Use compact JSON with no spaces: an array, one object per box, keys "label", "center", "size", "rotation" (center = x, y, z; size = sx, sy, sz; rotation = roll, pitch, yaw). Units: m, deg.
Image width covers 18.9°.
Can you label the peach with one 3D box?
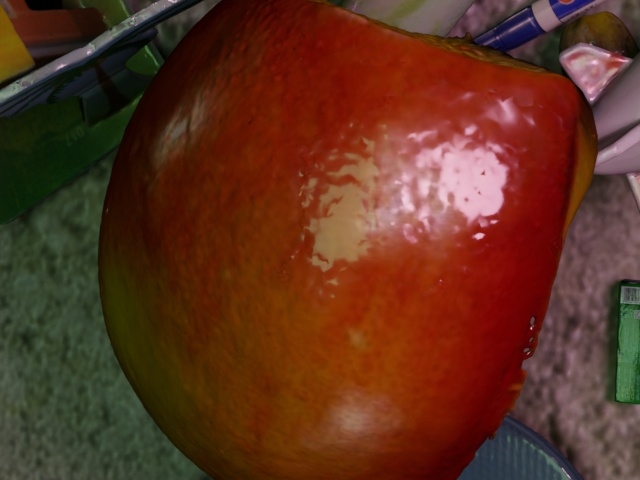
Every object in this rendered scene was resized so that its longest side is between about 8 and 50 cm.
[{"label":"peach","center":[0.000,0.000,1.181],"size":[0.242,0.306,0.380],"rotation":[13,127,-21]}]

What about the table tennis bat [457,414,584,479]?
[{"label":"table tennis bat","center":[0.046,0.214,1.383],"size":[0.329,0.044,0.215],"rotation":[3,101,21]}]

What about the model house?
[{"label":"model house","center":[-0.259,-0.188,1.294],"size":[0.340,0.323,0.300],"rotation":[-32,86,25]}]

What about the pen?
[{"label":"pen","center":[0.179,-0.166,1.266],"size":[0.204,0.025,0.025],"rotation":[-27,87,25]}]

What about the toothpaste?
[{"label":"toothpaste","center":[0.211,0.068,1.296],"size":[0.020,0.017,0.083],"rotation":[4,101,21]}]

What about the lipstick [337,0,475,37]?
[{"label":"lipstick","center":[0.099,-0.209,1.269],"size":[0.076,0.076,0.304],"rotation":[44,114,12]}]

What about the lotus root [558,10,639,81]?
[{"label":"lotus root","center":[0.190,-0.101,1.260],"size":[0.054,0.049,0.099],"rotation":[-18,97,24]}]

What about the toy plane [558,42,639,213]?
[{"label":"toy plane","center":[0.267,-0.108,1.172],"size":[0.252,0.118,0.252],"rotation":[0,97,3]}]
